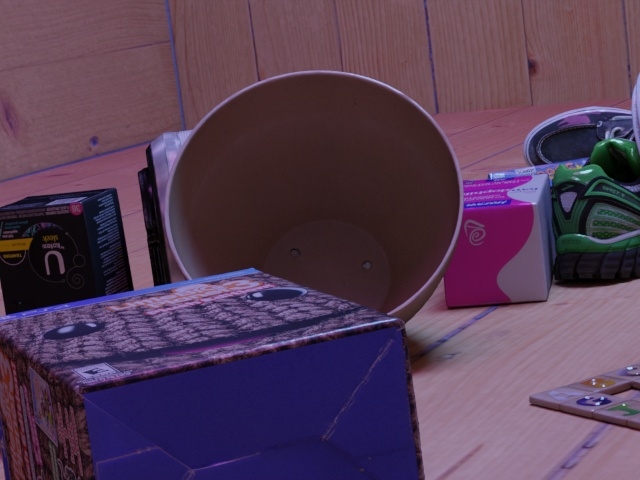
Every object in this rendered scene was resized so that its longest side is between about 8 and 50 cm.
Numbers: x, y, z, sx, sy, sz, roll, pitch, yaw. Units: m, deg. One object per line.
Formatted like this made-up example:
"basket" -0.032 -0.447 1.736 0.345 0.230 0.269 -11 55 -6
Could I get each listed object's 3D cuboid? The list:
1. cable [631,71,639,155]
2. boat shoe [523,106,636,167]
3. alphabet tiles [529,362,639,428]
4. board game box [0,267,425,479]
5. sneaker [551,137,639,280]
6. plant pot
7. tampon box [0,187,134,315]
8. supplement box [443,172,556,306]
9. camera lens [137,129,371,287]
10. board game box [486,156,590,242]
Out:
"cable" 0.459 -0.105 1.879 0.257 0.257 0.089 23 -42 -40
"boat shoe" 0.470 -0.146 2.500 0.335 0.121 0.119 -3 6 15
"alphabet tiles" 0.322 0.115 1.335 0.237 0.009 0.198 -13 10 -31
"board game box" -0.094 0.124 1.188 0.232 0.141 0.291 -11 10 -22
"sneaker" 0.387 -0.053 1.912 0.134 0.146 0.344 0 11 39
"plant pot" 0.000 0.000 1.638 0.284 0.284 0.191 -7 -25 1
"tampon box" -0.289 0.031 1.866 0.120 0.161 0.101 -6 9 18
"supplement box" 0.202 -0.003 1.853 0.111 0.113 0.220 -5 11 11
"camera lens" -0.060 -0.026 1.858 0.274 0.219 0.219 -8 9 -6
"board game box" 0.294 -0.046 2.042 0.201 0.035 0.136 -9 -32 -13
